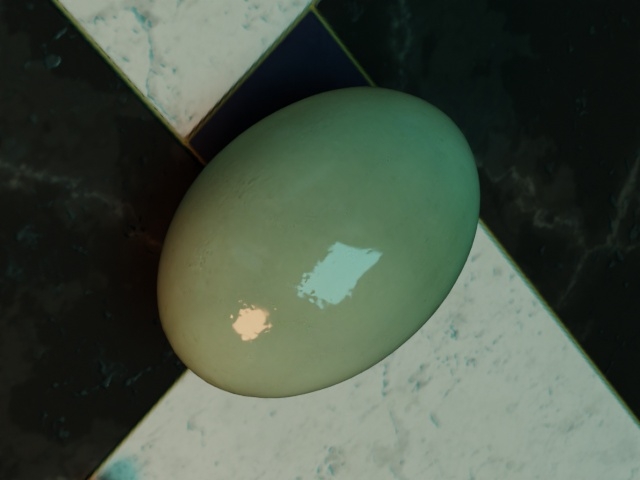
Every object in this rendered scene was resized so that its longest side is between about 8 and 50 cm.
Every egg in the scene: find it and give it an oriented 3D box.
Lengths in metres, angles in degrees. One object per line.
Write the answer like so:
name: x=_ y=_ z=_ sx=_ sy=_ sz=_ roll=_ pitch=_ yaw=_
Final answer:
egg: x=0.000 y=0.000 z=1.384 sx=0.282 sy=0.203 sz=0.203 roll=-44 pitch=126 yaw=-19
